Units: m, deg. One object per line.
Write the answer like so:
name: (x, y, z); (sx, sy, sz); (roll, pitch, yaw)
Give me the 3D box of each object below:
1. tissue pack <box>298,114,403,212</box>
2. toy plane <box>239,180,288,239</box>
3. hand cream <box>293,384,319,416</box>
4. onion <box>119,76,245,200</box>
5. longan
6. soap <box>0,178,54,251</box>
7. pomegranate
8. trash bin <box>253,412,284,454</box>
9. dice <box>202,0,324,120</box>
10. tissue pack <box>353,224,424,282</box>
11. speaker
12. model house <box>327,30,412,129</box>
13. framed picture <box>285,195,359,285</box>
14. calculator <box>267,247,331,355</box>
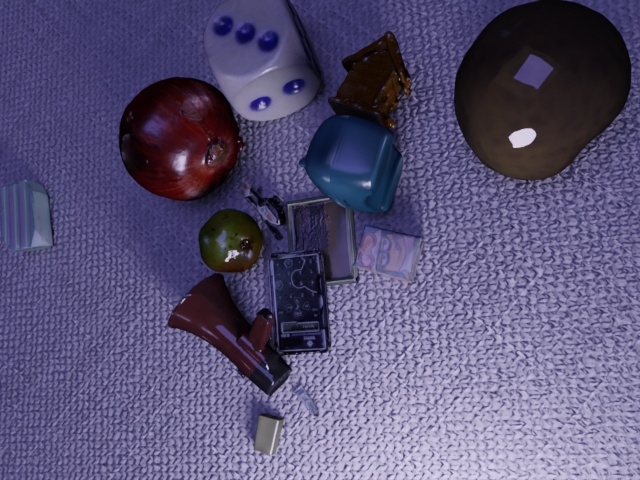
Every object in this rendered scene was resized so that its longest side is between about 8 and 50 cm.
tissue pack: (0.078, -0.188, 1.637); (0.206, 0.287, 0.198); (17, 84, 17)
toy plane: (-0.156, -0.096, 1.830); (0.197, 0.053, 0.078); (47, 126, 18)
hand cream: (-0.033, 0.418, 1.714); (0.030, 0.019, 0.093); (-45, 62, 9)
onion: (-0.395, -0.279, 1.799); (0.341, 0.341, 0.341); (-4, 79, 19)
longan: (0.496, -0.340, 1.502); (0.404, 0.336, 0.405); (-1, 109, -4)
soap: (-0.925, -0.068, 2.085); (0.145, 0.091, 0.231); (-13, 76, 20)
pomegranate: (-0.257, -0.002, 1.801); (0.209, 0.180, 0.180); (20, 87, 51)
trash bin: (-0.136, 0.503, 1.717); (0.060, 0.043, 0.092); (9, 84, 21)
dice: (-0.154, -0.505, 1.813); (0.251, 0.243, 0.259); (-23, 70, 15)
tissue pack: (0.175, 0.032, 1.684); (0.155, 0.065, 0.116); (15, 83, 23)
speaker: (-0.201, 0.221, 1.718); (0.329, 0.198, 0.259); (35, 113, 16)
model house: (0.148, -0.393, 1.695); (0.219, 0.199, 0.229); (31, 90, 30)
framed picture: (0.000, 0.000, 1.779); (0.197, 0.014, 0.252); (-8, 77, 18)
calculator: (-0.058, 0.163, 1.750); (0.165, 0.028, 0.274); (-7, 84, 19)
